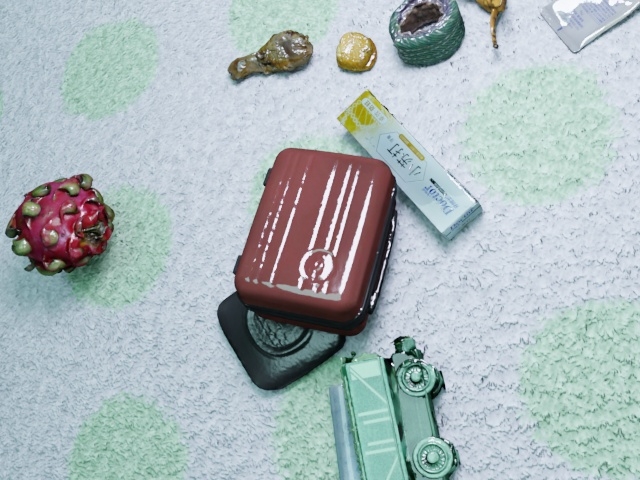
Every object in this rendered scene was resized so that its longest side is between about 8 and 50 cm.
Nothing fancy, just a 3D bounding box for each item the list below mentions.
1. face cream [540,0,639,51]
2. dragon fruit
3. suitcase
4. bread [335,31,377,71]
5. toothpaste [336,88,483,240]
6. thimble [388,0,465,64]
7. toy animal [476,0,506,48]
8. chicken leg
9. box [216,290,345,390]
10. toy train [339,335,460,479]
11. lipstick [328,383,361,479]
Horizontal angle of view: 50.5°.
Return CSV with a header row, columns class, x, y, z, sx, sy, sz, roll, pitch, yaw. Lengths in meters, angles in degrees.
class,x,y,z,sx,sy,sz,roll,pitch,yaw
face cream,0.512,-0.439,1.195,0.224,0.070,0.114,-37,64,20
dragon fruit,-0.516,-0.035,1.378,0.198,0.273,0.219,13,102,-8
suitcase,0.000,0.000,1.160,0.236,0.161,0.297,10,67,17
bread,0.069,-0.372,1.340,0.083,0.046,0.081,-17,74,13
toothpaste,0.158,-0.140,1.223,0.089,0.071,0.313,-43,65,8
thimble,0.199,-0.402,1.276,0.135,0.090,0.119,-17,66,17
toy animal,0.316,-0.465,1.260,0.114,0.116,0.255,-4,76,44
chicken leg,-0.106,-0.378,1.403,0.197,0.069,0.085,-15,93,23
box,-0.077,0.152,1.230,0.201,0.042,0.212,-35,64,5
toy train,0.130,0.291,1.075,0.154,0.115,0.270,-15,75,15
lipstick,0.046,0.320,1.128,0.048,0.048,0.158,-14,69,16
